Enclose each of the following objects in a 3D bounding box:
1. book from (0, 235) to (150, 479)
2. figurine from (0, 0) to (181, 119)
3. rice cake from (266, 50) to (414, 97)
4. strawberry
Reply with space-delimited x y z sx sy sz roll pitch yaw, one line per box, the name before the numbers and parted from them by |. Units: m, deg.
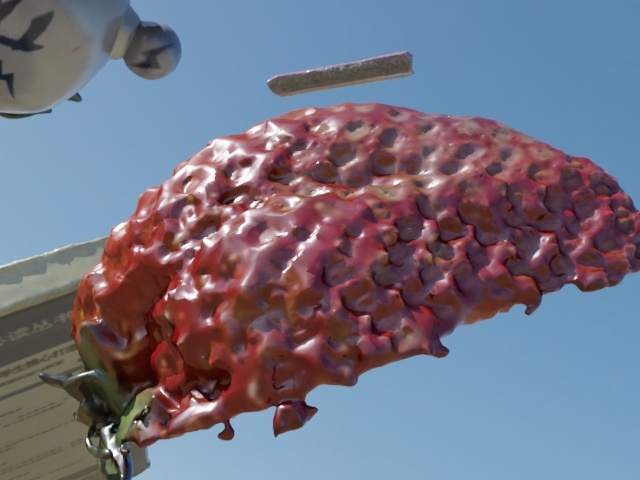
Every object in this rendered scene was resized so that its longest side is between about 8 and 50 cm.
book | -0.276 0.150 0.889 0.300 0.039 0.428 -19 -24 -16
figurine | -0.198 -0.246 0.937 0.382 0.186 0.261 -40 -92 19
rice cake | 0.026 -0.223 1.613 0.207 0.036 0.047 -8 -7 14
strawberry | -0.002 0.000 0.490 0.175 0.236 0.106 -2 -69 66
